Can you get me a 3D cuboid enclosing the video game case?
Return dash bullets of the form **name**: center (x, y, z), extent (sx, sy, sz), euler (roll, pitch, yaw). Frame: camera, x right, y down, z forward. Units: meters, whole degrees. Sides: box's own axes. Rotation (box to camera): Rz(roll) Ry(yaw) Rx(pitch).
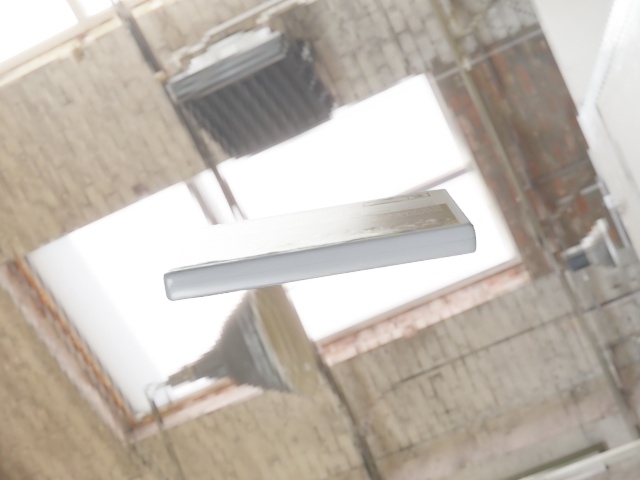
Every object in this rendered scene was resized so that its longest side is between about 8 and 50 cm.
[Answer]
- **video game case**: center (0.000, 0.000, 0.808), extent (0.173, 0.190, 0.022), euler (-87, -12, -81)
